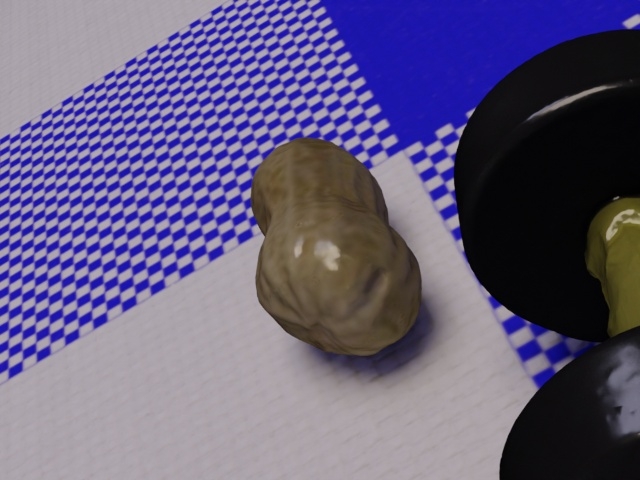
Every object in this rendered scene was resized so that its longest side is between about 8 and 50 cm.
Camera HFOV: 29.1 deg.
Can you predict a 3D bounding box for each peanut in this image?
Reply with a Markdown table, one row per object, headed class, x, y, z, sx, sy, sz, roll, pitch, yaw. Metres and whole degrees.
| class | x | y | z | sx | sy | sz | roll | pitch | yaw |
| --- | --- | --- | --- | --- | --- | --- | --- | --- | --- |
| peanut | 0.000 | 0.000 | 0.960 | 0.123 | 0.123 | 0.257 | -31 | 31 | 4 |

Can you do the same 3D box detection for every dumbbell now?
| class | x | y | z | sx | sy | sz | roll | pitch | yaw |
| --- | --- | --- | --- | --- | --- | --- | --- | --- | --- |
| dumbbell | 0.186 | 0.047 | 0.664 | 0.203 | 0.204 | 0.322 | -22 | 36 | 17 |
